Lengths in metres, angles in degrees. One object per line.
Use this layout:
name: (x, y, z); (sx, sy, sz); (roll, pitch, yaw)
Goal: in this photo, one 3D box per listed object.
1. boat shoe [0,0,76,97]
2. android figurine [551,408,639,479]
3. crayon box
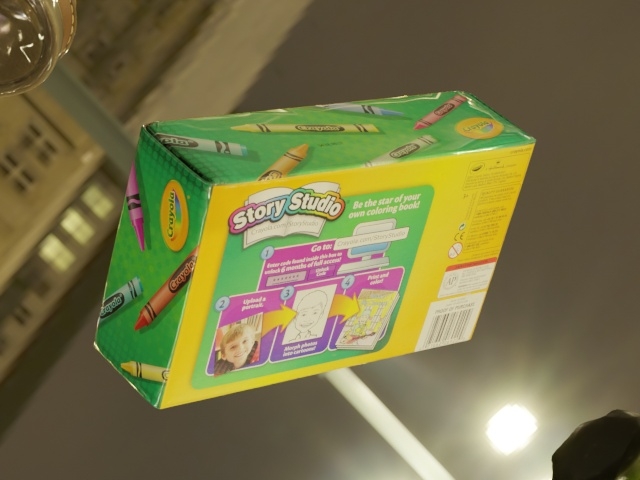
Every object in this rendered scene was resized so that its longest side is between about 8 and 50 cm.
boat shoe: (-0.306, -0.139, 1.108); (0.307, 0.110, 0.104); (6, -157, -1)
android figurine: (0.197, 0.177, 0.664); (0.056, 0.273, 0.248); (-46, -158, -17)
crayon box: (0.000, 0.000, 1.170); (0.081, 0.278, 0.165); (41, -54, 39)
